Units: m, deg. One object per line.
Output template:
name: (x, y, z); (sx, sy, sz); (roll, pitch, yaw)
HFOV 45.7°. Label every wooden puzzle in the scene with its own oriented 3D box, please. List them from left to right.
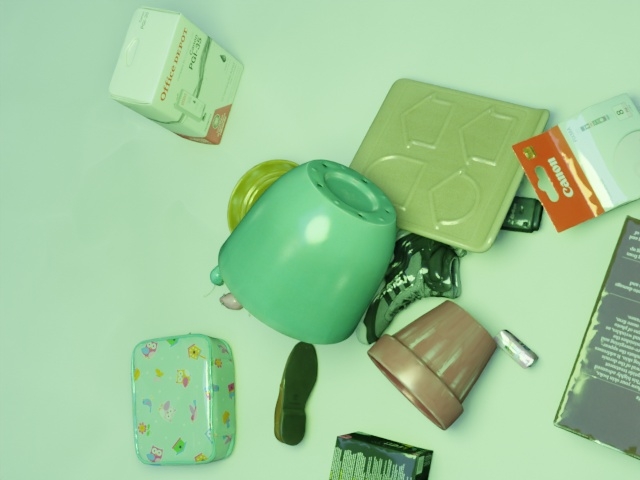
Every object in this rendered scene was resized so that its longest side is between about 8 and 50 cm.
wooden puzzle: (0.232, -0.147, 1.483); (0.348, 0.080, 0.322); (18, 70, 29)

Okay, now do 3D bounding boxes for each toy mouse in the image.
toy mouse: (-0.205, 0.099, 1.669); (0.143, 0.031, 0.161); (-18, 74, 18)

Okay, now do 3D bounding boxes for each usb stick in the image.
usb stick: (0.290, -0.063, 1.488); (0.278, 0.045, 0.077); (8, 61, 22)

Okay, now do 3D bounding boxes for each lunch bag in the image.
lunch bag: (-0.298, 0.335, 1.621); (0.224, 0.108, 0.279); (-10, 76, 23)

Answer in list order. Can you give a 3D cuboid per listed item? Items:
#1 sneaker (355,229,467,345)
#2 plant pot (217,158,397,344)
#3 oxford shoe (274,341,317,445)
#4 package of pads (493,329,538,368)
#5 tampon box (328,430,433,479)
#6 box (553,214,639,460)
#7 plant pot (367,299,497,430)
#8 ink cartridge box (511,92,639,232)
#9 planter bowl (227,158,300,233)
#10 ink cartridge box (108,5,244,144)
sneaker: (0.180, 0.102, 1.474); (0.153, 0.101, 0.268); (26, 88, 27)
plant pot: (0.000, 0.000, 1.356); (0.293, 0.293, 0.235); (46, 120, 22)
oxford shoe: (-0.062, 0.309, 1.556); (0.076, 0.076, 0.212); (-16, 57, 59)
package of pads: (0.363, 0.202, 1.411); (0.083, 0.050, 0.032); (43, 103, 23)
tampon box: (0.114, 0.430, 1.429); (0.161, 0.120, 0.101); (9, 84, 23)
box: (0.555, 0.171, 1.294); (0.191, 0.143, 0.381); (20, 86, 23)
plant pot: (0.218, 0.216, 1.401); (0.180, 0.201, 0.201); (-44, 67, -7)
ink cartridge box: (0.492, -0.141, 1.362); (0.232, 0.066, 0.189); (-21, 77, -16)
planter bowl: (-0.083, -0.057, 1.617); (0.217, 0.090, 0.217); (-4, 79, 20)
ink cartridge box: (-0.306, -0.351, 1.657); (0.117, 0.283, 0.207); (16, 86, 24)
